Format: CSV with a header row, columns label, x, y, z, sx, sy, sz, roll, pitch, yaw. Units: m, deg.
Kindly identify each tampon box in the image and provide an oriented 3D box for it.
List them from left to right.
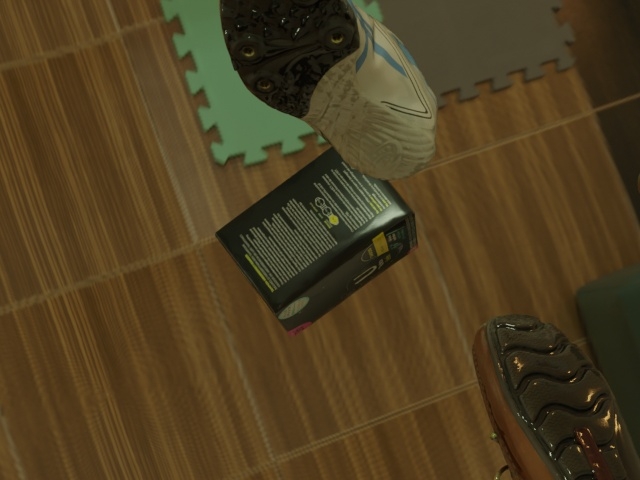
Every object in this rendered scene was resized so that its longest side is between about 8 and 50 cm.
label,x,y,z,sx,sy,sz,roll,pitch,yaw
tampon box,0.000,0.000,1.020,0.161,0.120,0.101,-37,73,-4

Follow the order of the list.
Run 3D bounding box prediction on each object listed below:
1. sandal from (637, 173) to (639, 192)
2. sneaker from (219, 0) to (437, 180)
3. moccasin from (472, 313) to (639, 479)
label,x,y,z,sx,sy,sz,roll,pitch,yaw
sandal,0.457,-0.080,1.208,0.180,0.049,0.072,-16,113,3
sneaker,0.006,-0.117,0.662,0.085,0.237,0.086,-21,60,18
moccasin,0.250,0.243,1.049,0.139,0.147,0.380,-10,57,-28
